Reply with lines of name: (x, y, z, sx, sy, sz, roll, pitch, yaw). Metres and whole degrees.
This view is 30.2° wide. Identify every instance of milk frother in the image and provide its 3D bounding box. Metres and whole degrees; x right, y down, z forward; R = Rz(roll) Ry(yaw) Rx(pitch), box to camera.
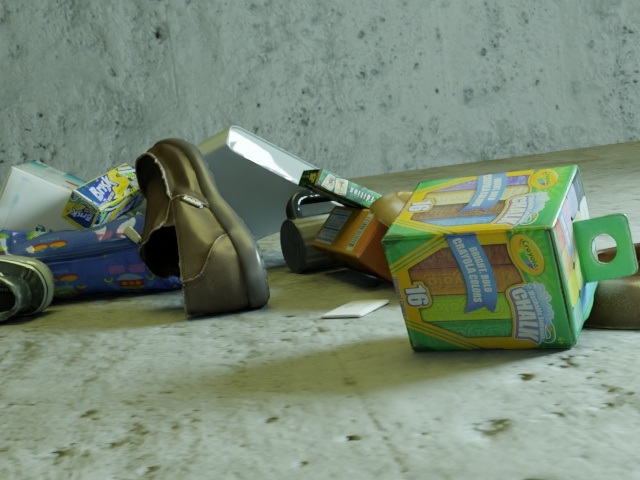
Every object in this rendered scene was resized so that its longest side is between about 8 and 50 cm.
milk frother: (0.000, 0.000, 1.841, 0.135, 0.129, 0.143, -10, -36, -25)

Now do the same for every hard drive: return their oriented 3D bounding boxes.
hard drive: (-0.150, -0.077, 1.983, 0.233, 0.047, 0.353, 26, -26, -29)

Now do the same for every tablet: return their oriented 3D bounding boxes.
tablet: (0.042, 0.081, 1.411, 0.054, 0.006, 0.083, -4, 7, 28)

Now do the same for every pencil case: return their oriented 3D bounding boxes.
pencil case: (-0.346, 0.026, 1.784, 0.306, 0.119, 0.133, -7, -16, 10)

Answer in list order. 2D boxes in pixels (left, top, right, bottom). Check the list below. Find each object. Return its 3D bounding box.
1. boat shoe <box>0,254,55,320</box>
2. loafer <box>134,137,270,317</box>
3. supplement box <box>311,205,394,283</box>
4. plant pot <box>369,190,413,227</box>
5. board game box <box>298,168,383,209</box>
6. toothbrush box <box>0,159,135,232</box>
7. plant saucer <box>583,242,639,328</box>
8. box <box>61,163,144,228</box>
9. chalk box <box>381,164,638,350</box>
boat shoe: (-0.552, 0.062, 1.694, 0.335, 0.121, 0.119, -3, 3, 14)
loafer: (-0.191, -0.024, 1.597, 0.130, 0.133, 0.366, -19, 35, -17)
supplement box: (0.064, 0.003, 1.650, 0.078, 0.080, 0.233, 34, -4, -15)
plant pot: (0.177, -0.014, 1.507, 0.236, 0.032, 0.236, 19, 13, -4)
board game box: (0.100, -0.039, 1.700, 0.260, 0.030, 0.136, 23, -5, -12)
toothbrush box: (-0.445, -0.040, 2.073, 0.216, 0.126, 0.295, 24, 4, -7)
plant saucer: (0.383, 0.037, 1.250, 0.311, 0.050, 0.310, -8, 8, 1)
box: (-0.342, -0.068, 1.905, 0.059, 0.054, 0.169, 34, 27, 8)
chalk box: (0.188, 0.017, 1.129, 0.213, 0.132, 0.132, -5, 27, 27)
